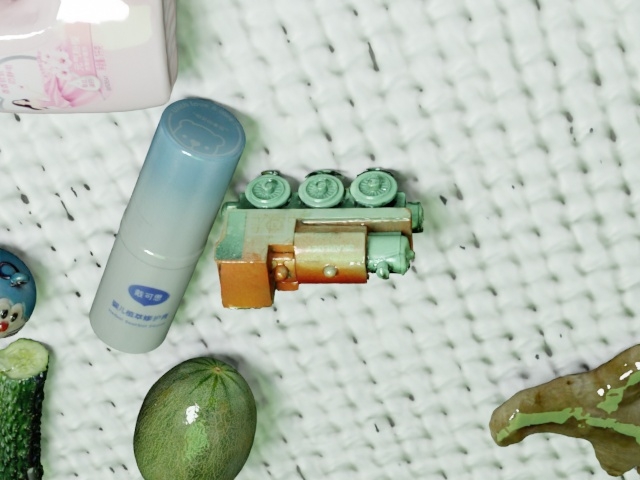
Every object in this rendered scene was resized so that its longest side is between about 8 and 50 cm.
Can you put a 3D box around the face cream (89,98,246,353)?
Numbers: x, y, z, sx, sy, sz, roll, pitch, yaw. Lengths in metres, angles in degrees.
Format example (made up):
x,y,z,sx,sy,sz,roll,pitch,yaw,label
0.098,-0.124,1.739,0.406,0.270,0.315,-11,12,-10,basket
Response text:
x,y,z,sx,sy,sz,roll,pitch,yaw,label
-0.136,-0.008,1.589,0.077,0.077,0.250,16,132,-10,face cream

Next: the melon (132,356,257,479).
x,y,z,sx,sy,sz,roll,pitch,yaw,label
-0.121,0.183,1.742,0.114,0.114,0.167,14,131,-9,melon

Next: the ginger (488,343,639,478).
x,y,z,sx,sy,sz,roll,pitch,yaw,label
0.337,0.182,1.735,0.333,0.080,0.166,26,115,-10,ginger

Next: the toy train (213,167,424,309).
x,y,z,sx,sy,sz,roll,pitch,yaw,label
0.000,0.000,1.560,0.175,0.118,0.074,1,135,6,toy train

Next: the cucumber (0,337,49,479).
x,y,z,sx,sy,sz,roll,pitch,yaw,label
-0.296,0.177,1.788,0.058,0.058,0.187,8,132,-3,cucumber

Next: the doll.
x,y,z,sx,sy,sz,roll,pitch,yaw,label
-0.316,0.056,1.660,0.152,0.086,0.114,-21,152,34,doll

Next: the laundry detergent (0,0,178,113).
x,y,z,sx,sy,sz,roll,pitch,yaw,label
-0.284,-0.170,1.445,0.335,0.088,0.159,1,128,3,laundry detergent
